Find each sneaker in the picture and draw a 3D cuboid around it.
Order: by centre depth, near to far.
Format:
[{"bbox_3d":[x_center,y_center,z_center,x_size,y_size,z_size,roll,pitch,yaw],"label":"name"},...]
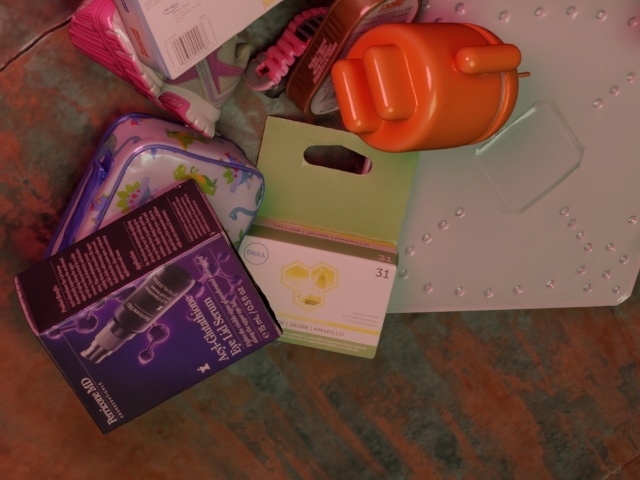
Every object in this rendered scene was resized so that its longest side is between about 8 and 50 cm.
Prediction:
[{"bbox_3d":[-0.146,-0.191,1.824,0.111,0.103,0.252,-57,157,-1],"label":"sneaker"},{"bbox_3d":[-0.020,-0.187,1.951,0.119,0.047,0.057,-38,148,4],"label":"sneaker"}]

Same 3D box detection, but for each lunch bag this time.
[{"bbox_3d":[-0.171,-0.016,1.950,0.176,0.090,0.219,13,115,-33],"label":"lunch bag"}]

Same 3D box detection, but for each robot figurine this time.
[{"bbox_3d":[0.106,-0.151,1.896,0.219,0.128,0.158,-8,132,-47],"label":"robot figurine"}]

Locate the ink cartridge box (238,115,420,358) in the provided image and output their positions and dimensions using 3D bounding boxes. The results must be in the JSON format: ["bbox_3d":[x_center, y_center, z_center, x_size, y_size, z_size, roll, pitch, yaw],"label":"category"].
[{"bbox_3d":[0.000,0.000,2.030,0.171,0.056,0.235,12,120,-3],"label":"ink cartridge box"}]

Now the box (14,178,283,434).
[{"bbox_3d":[-0.168,0.065,1.882,0.207,0.108,0.153,-30,128,-1],"label":"box"}]

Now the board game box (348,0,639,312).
[{"bbox_3d":[0.218,-0.101,2.115,0.390,0.050,0.390,-1,121,-26],"label":"board game box"}]

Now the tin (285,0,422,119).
[{"bbox_3d":[0.035,-0.194,1.924,0.106,0.040,0.190,-24,155,-43],"label":"tin"}]

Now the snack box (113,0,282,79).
[{"bbox_3d":[-0.053,-0.308,1.697,0.322,0.060,0.187,-38,133,-19],"label":"snack box"}]
